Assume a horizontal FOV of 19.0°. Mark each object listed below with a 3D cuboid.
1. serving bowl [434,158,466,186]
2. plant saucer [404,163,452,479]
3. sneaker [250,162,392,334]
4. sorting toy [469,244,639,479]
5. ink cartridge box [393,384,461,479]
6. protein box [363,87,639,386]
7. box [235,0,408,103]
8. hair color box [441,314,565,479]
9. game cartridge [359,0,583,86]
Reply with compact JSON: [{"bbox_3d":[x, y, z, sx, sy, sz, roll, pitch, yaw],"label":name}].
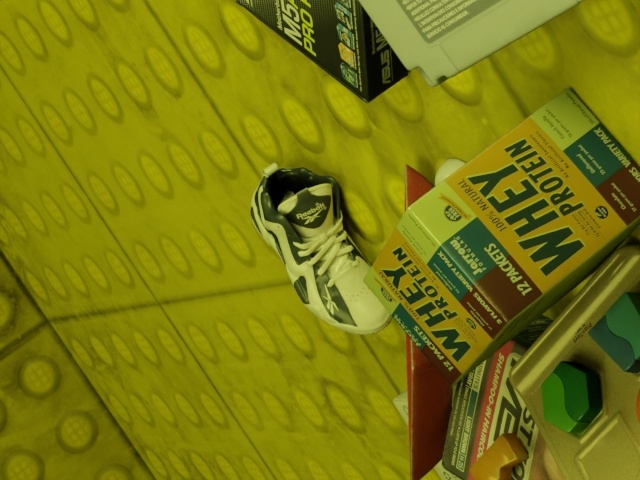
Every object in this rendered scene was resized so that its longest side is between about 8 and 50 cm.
[{"bbox_3d":[0.146,-0.044,1.986,0.083,0.027,0.083,44,157,24],"label":"serving bowl"},{"bbox_3d":[0.116,0.093,2.058,0.258,0.048,0.259,86,-176,-55],"label":"plant saucer"},{"bbox_3d":[0.000,0.000,2.254,0.235,0.094,0.153,56,169,20],"label":"sneaker"},{"bbox_3d":[0.256,0.184,1.801,0.307,0.041,0.229,-53,51,33],"label":"sorting toy"},{"bbox_3d":[0.217,0.240,2.220,0.165,0.065,0.333,59,159,-12],"label":"ink cartridge box"},{"bbox_3d":[0.173,0.000,1.763,0.136,0.201,0.200,50,158,9],"label":"protein box"},{"bbox_3d":[-0.010,-0.292,1.887,0.216,0.060,0.270,40,154,30],"label":"box"},{"bbox_3d":[0.281,0.211,1.890,0.347,0.105,0.174,27,113,47],"label":"hair color box"},{"bbox_3d":[0.124,-0.258,1.611,0.196,0.060,0.294,51,147,-8],"label":"game cartridge"}]
